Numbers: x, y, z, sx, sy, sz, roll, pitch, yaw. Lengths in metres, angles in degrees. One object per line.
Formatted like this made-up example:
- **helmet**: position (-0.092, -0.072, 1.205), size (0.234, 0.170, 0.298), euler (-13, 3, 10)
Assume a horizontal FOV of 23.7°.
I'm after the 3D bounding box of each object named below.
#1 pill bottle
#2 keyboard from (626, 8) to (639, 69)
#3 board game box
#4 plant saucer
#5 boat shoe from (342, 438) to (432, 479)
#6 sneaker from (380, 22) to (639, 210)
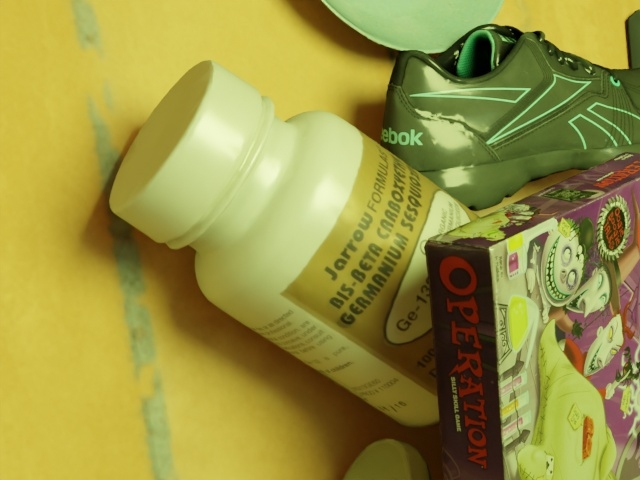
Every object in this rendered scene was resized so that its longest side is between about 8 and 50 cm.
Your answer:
- **pill bottle**: position (0.000, 0.000, 0.888), size (0.229, 0.131, 0.131), euler (34, 61, -20)
- **keyboard**: position (0.284, -0.083, 1.158), size (0.108, 0.023, 0.180), euler (8, 73, -31)
- **board game box**: position (0.150, 0.140, 0.892), size (0.208, 0.056, 0.347), euler (-25, 115, -49)
- **plant saucer**: position (0.043, -0.213, 1.033), size (0.195, 0.037, 0.195), euler (10, 72, -31)
- **boat shoe**: position (0.047, 0.233, 0.891), size (0.081, 0.079, 0.228), euler (16, 73, -38)
- **sneaker**: position (0.150, -0.094, 1.014), size (0.267, 0.101, 0.106), euler (-17, 108, -35)
